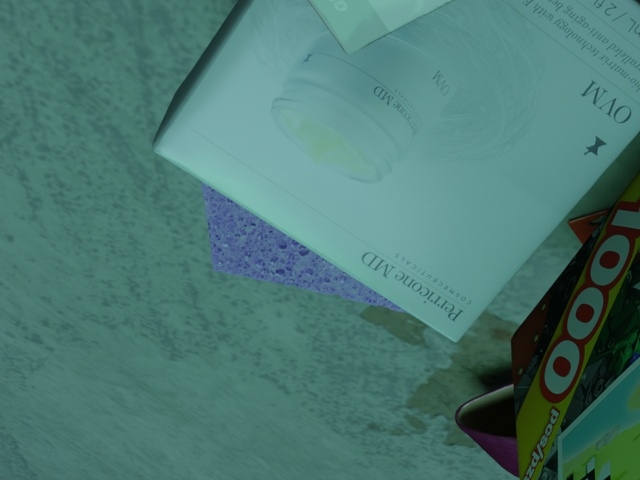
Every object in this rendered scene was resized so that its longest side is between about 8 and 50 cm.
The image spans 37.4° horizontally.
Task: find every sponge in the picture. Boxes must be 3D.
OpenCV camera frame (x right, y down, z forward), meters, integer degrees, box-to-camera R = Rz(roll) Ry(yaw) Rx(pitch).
[{"bbox_3d":[0.000,0.000,0.842,0.210,0.031,0.117,11,137,9],"label":"sponge"}]

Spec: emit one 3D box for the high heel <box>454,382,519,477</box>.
[{"bbox_3d":[0.278,0.134,0.800,0.181,0.127,0.377,20,142,-16],"label":"high heel"}]

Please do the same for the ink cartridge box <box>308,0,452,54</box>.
[{"bbox_3d":[0.041,-0.248,0.367,0.261,0.066,0.296,-19,125,34],"label":"ink cartridge box"}]

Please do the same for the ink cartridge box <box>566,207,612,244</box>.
[{"bbox_3d":[0.254,0.023,0.774,0.063,0.029,0.115,-20,125,35],"label":"ink cartridge box"}]

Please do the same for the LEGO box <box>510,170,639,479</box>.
[{"bbox_3d":[0.302,0.035,0.442,0.193,0.372,0.500,23,125,-8],"label":"LEGO box"}]

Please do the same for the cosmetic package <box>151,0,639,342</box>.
[{"bbox_3d":[0.055,-0.100,0.580,0.224,0.138,0.224,32,110,-14],"label":"cosmetic package"}]
